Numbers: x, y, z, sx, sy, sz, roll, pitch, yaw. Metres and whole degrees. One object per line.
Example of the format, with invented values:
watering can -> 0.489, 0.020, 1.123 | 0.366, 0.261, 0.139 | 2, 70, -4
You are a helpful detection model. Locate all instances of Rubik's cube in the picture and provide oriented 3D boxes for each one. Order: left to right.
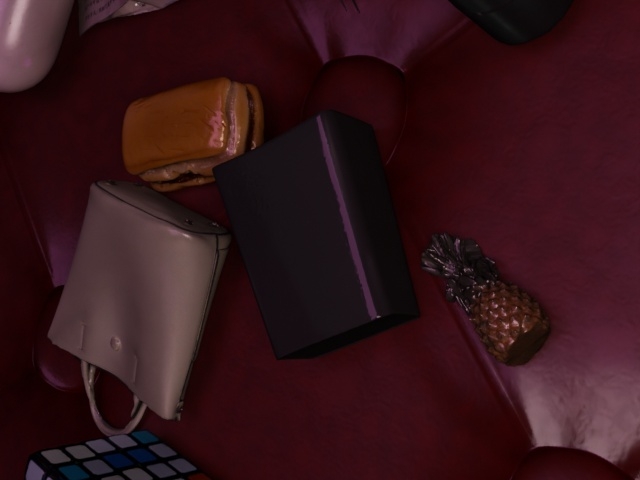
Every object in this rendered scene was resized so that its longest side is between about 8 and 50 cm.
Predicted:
Rubik's cube -> -0.226, 0.341, 1.153 | 0.187, 0.184, 0.182 | 28, 108, 35

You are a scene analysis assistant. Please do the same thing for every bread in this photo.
bread -> -0.157, -0.128, 1.255 | 0.200, 0.077, 0.116 | -7, 74, 38

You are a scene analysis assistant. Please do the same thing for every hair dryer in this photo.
hair dryer -> 0.087, -0.330, 1.051 | 0.302, 0.244, 0.116 | 37, 97, 47

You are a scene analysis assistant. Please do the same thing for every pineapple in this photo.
pineapple -> 0.160, 0.052, 1.035 | 0.074, 0.074, 0.159 | -51, 52, 16

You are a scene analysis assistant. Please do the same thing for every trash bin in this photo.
trash bin -> 0.000, 0.000, 1.121 | 0.165, 0.115, 0.226 | -24, 74, 26

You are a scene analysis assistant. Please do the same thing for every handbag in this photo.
handbag -> -0.239, 0.097, 1.262 | 0.241, 0.109, 0.316 | 26, 101, 33

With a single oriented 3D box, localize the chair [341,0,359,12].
chair -> 0.028, -0.307, 1.189 | 0.042, 0.037, 0.086 | -46, 65, 32

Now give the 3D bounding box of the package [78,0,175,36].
package -> -0.254, -0.403, 1.375 | 0.250, 0.062, 0.204 | -12, 75, 35

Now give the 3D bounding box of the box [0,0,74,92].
box -> -0.478, -0.375, 1.456 | 0.349, 0.141, 0.289 | 25, 99, 37
